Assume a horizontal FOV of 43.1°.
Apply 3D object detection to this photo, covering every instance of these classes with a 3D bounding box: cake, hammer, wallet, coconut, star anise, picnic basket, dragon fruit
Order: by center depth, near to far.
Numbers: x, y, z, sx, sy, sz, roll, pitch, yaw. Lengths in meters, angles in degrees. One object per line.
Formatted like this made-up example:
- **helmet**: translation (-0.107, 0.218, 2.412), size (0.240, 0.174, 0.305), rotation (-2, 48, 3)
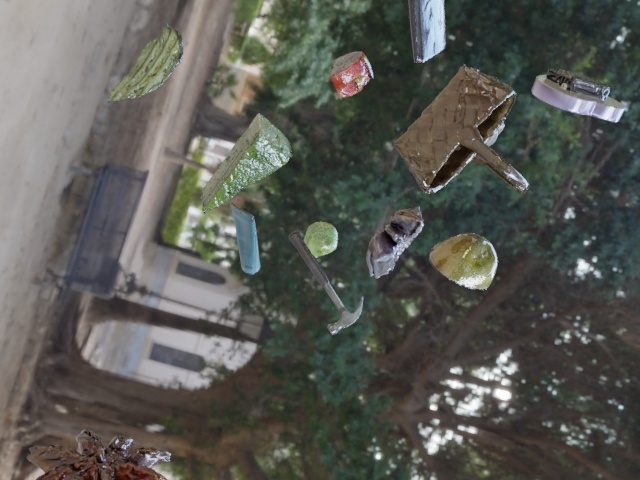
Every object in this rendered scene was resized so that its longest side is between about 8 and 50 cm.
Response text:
- **dragon fruit**: translation (0.052, -0.259, 1.265), size (0.060, 0.056, 0.083), rotation (-20, -156, 19)
- **star anise**: translation (-0.402, 0.416, 1.460), size (0.288, 0.288, 0.088), rotation (-107, -161, -72)
- **wallet**: translation (0.217, -0.536, 1.650), size (0.170, 0.044, 0.321), rotation (-47, 134, -54)
- **cake**: translation (-0.186, -0.167, 1.746), size (0.235, 0.099, 0.100), rotation (-32, -145, 12)
- **hammer**: translation (0.008, 0.080, 1.799), size (0.103, 0.246, 0.029), rotation (-31, 168, -3)
- **picnic basket**: translation (0.395, -0.224, 2.018), size (0.293, 0.337, 0.337), rotation (8, 100, -74)
- **star anise**: translation (0.189, -0.004, 2.022), size (0.229, 0.093, 0.236), rotation (-42, 172, -42)
- **coconut**: translation (0.000, 0.000, 2.097), size (0.088, 0.087, 0.096), rotation (-119, -142, -76)

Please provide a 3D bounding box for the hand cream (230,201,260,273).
- **hand cream**: translation (-0.187, 0.003, 2.054), size (0.048, 0.083, 0.224), rotation (-38, 144, -30)

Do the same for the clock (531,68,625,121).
- **clock**: translation (0.520, -0.308, 1.654), size (0.172, 0.198, 0.064), rotation (-120, -136, -54)

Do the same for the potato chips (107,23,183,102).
- **potato chips**: translation (-0.355, -0.349, 1.666), size (0.207, 0.092, 0.028), rotation (-49, 159, 1)

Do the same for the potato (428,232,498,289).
- **potato**: translation (0.407, 0.037, 2.222), size (0.117, 0.202, 0.182), rotation (-57, -152, 31)

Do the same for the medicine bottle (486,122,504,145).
- **medicine bottle**: translation (0.489, -0.371, 2.475), size (0.088, 0.132, 0.188), rotation (-47, -158, 34)
